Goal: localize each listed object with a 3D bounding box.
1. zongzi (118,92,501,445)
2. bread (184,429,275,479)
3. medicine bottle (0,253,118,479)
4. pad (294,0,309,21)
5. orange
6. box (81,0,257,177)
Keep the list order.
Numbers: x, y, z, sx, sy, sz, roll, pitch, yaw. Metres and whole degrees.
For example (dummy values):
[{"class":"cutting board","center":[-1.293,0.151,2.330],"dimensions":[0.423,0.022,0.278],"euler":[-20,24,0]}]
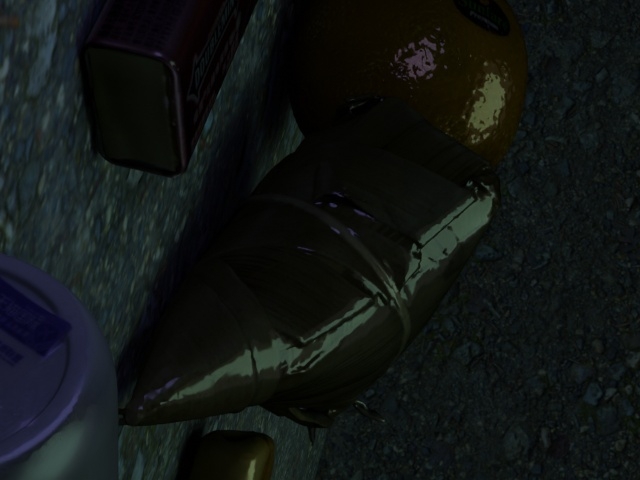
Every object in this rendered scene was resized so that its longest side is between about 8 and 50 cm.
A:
[{"class":"zongzi","center":[-0.083,0.128,1.313],"dimensions":[0.467,0.218,0.500],"euler":[-35,163,-35]},{"class":"bread","center":[-0.109,0.284,1.426],"dimensions":[0.134,0.085,0.173],"euler":[-6,111,-80]},{"class":"medicine bottle","center":[-0.150,0.120,0.534],"dimensions":[0.135,0.135,0.215],"euler":[-69,170,-49]},{"class":"pad","center":[-0.009,-0.340,1.389],"dimensions":[0.265,0.009,0.159],"euler":[76,27,-77]},{"class":"orange","center":[0.095,-0.178,1.442],"dimensions":[0.274,0.274,0.274],"euler":[13,90,-84]},{"class":"box","center":[-0.083,-0.161,0.854],"dimensions":[0.120,0.069,0.224],"euler":[94,12,-53]}]
